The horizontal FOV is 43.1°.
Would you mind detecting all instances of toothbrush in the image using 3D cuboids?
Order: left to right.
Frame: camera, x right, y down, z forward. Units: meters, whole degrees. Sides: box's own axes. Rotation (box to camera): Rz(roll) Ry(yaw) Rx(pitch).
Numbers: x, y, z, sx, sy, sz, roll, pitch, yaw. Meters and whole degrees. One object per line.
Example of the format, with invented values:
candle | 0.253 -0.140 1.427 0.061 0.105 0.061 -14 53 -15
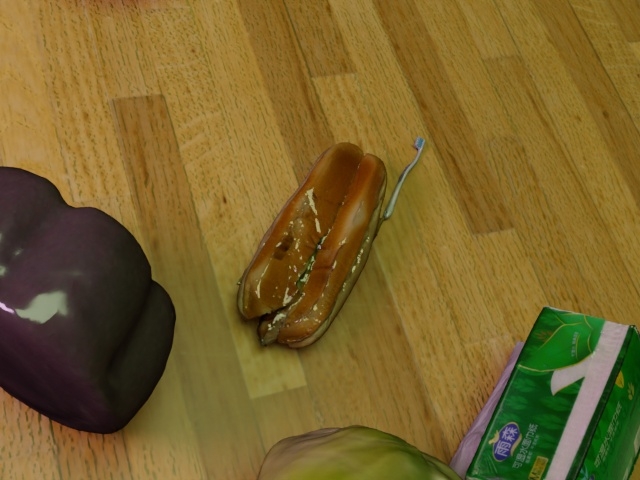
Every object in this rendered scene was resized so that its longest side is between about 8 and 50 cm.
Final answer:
toothbrush | 0.101 -0.076 0.971 0.013 0.011 0.131 33 59 -12

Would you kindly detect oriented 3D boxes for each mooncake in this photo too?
mooncake | -0.240 0.054 0.685 0.245 0.245 0.133 28 57 0

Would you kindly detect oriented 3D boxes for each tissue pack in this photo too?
tissue pack | 0.219 0.191 0.800 0.156 0.148 0.209 11 53 37

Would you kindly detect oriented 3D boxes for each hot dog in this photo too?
hot dog | 0.000 0.000 0.870 0.109 0.072 0.269 30 61 -1

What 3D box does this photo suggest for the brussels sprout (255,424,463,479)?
brussels sprout | 0.031 0.289 0.625 0.227 0.259 0.294 23 36 -20
